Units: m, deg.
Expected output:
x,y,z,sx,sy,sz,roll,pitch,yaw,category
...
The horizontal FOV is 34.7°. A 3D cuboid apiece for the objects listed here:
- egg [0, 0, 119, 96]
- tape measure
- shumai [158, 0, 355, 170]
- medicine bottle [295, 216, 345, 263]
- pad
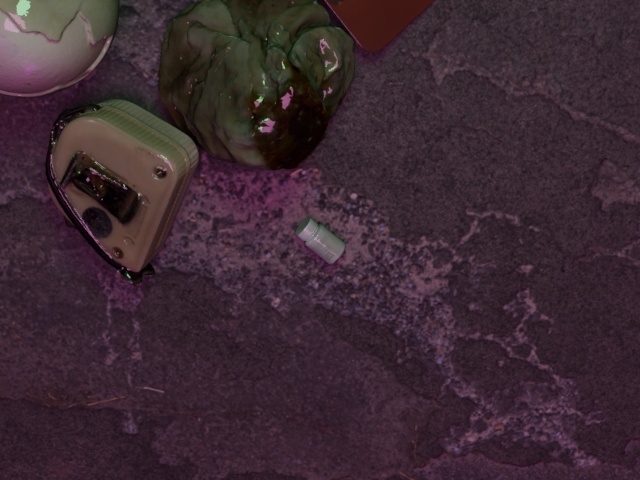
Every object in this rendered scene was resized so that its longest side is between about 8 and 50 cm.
x,y,z,sx,sy,sz,roll,pitch,yaw,category
-0.433,-0.342,1.481,0.278,0.336,0.278,-3,117,-6,egg
-0.345,-0.084,1.666,0.231,0.133,0.271,29,125,5,tape measure
-0.101,-0.236,1.576,0.304,0.263,0.309,29,106,-16,shumai
0.000,0.000,1.786,0.083,0.047,0.047,38,104,-15,medicine bottle
0.062,-0.447,1.616,0.181,0.004,0.267,-44,108,-7,pad
